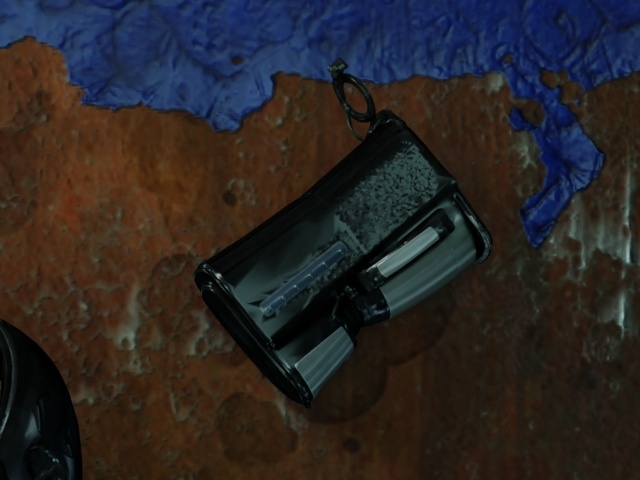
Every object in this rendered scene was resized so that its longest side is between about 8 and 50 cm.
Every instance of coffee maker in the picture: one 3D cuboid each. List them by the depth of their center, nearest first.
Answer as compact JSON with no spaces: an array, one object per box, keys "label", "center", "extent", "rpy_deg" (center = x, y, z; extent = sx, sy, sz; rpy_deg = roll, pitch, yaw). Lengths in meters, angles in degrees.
[{"label":"coffee maker","center":[0.000,0.000,0.966],"extent":[0.178,0.120,0.171],"rpy_deg":[-37,68,-14]}]

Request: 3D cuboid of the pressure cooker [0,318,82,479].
[{"label":"pressure cooker","center":[-0.288,0.217,0.716],"extent":[0.370,0.375,0.420],"rpy_deg":[40,86,23]}]
